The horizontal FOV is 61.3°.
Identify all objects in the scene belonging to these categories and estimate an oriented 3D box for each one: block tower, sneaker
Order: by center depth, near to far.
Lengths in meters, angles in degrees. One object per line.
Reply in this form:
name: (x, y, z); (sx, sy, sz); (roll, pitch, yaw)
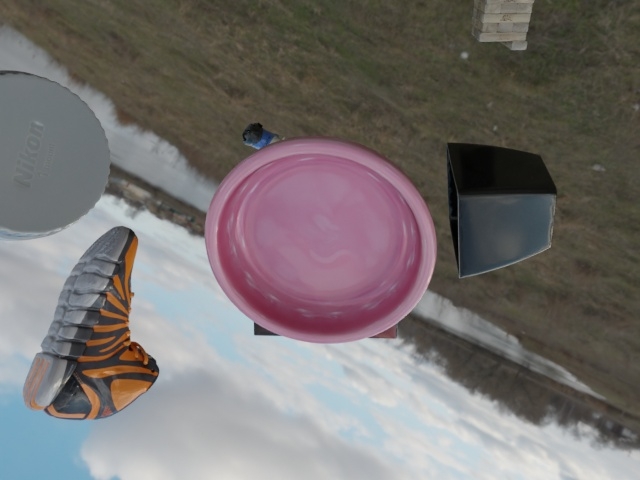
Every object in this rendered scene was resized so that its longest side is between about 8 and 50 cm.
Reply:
sneaker: (-0.351, 0.146, 0.921); (0.125, 0.321, 0.180); (4, 159, 47)
block tower: (0.347, -0.527, 0.980); (0.097, 0.335, 0.091); (-1, -148, 2)
sneaker: (-0.132, -0.232, 1.225); (0.085, 0.058, 0.152); (31, -170, -6)

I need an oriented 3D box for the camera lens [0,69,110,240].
camera lens: (-0.445, -0.113, 0.752); (0.274, 0.219, 0.219); (6, 163, 45)

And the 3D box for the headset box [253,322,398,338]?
headset box: (0.033, 0.111, 1.066); (0.293, 0.110, 0.218); (1, -173, 6)

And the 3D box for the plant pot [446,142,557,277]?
plant pot: (0.323, -0.064, 0.980); (0.167, 0.187, 0.188); (-5, -144, 9)

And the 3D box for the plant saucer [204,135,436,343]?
plant saucer: (0.000, 0.000, 0.796); (0.332, 0.332, 0.084); (28, -152, -8)
